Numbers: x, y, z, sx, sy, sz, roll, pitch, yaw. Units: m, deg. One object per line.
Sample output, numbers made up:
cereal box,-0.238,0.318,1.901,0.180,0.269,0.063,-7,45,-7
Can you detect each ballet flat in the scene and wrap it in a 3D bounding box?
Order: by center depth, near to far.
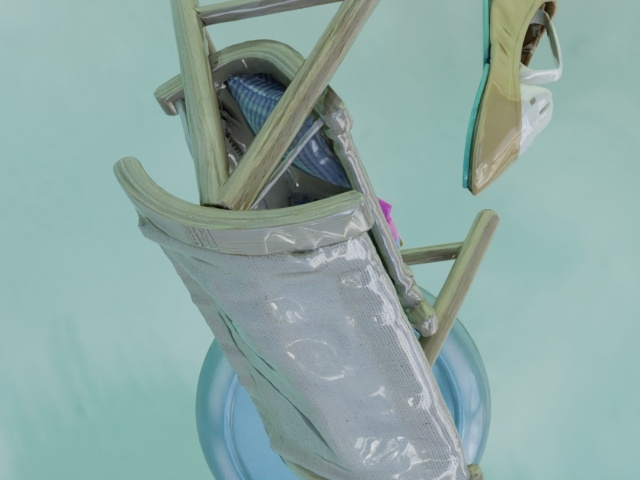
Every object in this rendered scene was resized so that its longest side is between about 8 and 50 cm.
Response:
ballet flat,0.162,-0.131,1.115,0.073,0.232,0.080,6,143,7

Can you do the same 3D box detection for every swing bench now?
swing bench,0.000,0.000,0.838,0.165,0.254,0.253,-8,132,18

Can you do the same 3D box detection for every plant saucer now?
plant saucer,0.024,0.186,1.432,0.318,0.043,0.317,0,101,1

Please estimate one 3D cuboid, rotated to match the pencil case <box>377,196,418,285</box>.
pencil case,0.067,0.052,1.560,0.104,0.104,0.236,-28,146,-3
